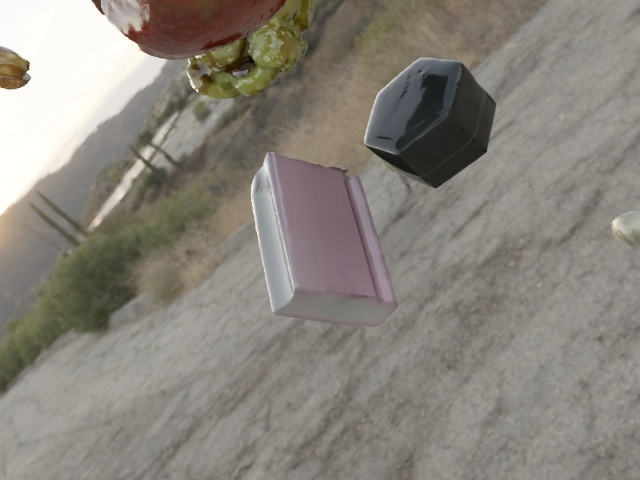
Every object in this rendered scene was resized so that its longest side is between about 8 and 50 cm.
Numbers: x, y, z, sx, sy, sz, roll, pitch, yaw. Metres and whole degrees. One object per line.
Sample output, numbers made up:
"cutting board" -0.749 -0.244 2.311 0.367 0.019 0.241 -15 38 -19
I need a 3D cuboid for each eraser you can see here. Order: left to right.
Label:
"eraser" 0.000 0.000 1.807 0.122 0.272 0.359 -50 43 39

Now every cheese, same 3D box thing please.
"cheese" 0.211 -0.210 2.281 0.037 0.192 0.097 -8 27 40

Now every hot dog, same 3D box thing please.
"hot dog" -0.594 -0.306 1.364 0.092 0.235 0.062 121 164 -69

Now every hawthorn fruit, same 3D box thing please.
"hawthorn fruit" -0.142 -0.339 0.919 0.299 0.275 0.275 -20 -9 -36

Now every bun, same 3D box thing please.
"bun" 0.740 -0.021 1.890 0.138 0.094 0.138 -12 -14 -3

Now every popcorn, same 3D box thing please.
"popcorn" -0.133 -0.354 1.412 0.276 0.225 0.277 5 -90 -80

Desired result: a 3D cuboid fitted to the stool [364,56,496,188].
"stool" 0.204 -0.219 1.546 0.232 0.141 0.232 -29 42 29
